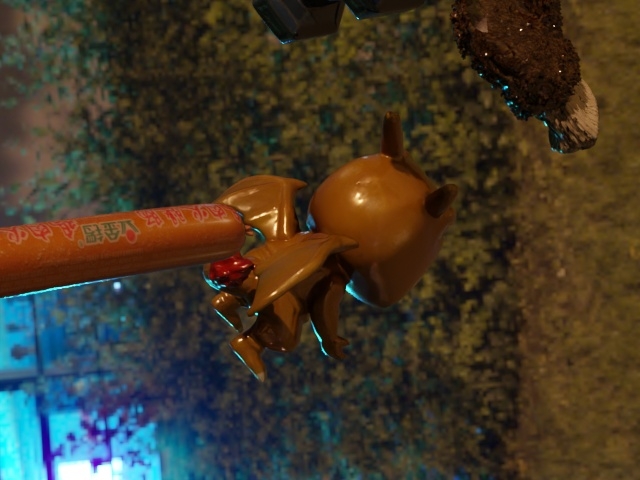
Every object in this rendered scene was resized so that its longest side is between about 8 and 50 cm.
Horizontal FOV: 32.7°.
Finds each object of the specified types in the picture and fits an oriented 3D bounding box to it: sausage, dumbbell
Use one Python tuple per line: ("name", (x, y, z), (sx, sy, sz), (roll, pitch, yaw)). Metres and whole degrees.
("sausage", (-0.184, 0.008, 0.856), (0.053, 0.347, 0.053), (9, 103, 43))
("dumbbell", (0.027, -0.387, 1.629), (0.325, 0.160, 0.144), (3, 105, 60))

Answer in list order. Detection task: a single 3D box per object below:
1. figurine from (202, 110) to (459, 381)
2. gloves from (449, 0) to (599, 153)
("figurine", (0.013, 0.017, 1.596), (0.268, 0.387, 0.401), (56, 179, -16))
("gloves", (0.338, -0.293, 1.754), (0.135, 0.312, 0.210), (-18, 41, 53))
